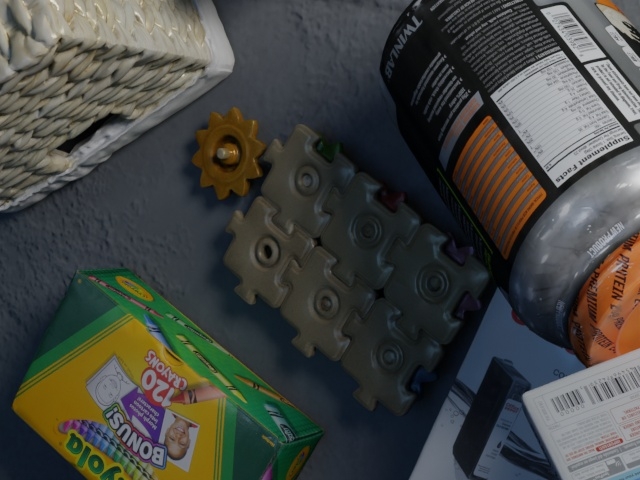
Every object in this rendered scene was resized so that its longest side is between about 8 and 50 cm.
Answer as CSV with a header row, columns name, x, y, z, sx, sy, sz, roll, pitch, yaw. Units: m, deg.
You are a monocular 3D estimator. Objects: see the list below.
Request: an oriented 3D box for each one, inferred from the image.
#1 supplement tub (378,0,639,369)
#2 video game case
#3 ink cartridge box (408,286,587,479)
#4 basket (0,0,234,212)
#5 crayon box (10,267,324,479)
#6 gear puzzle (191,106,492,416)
name,x,y,z,sx,sy,sz,roll,pitch,yaw
supplement tub,0.186,-0.055,1.089,0.193,0.194,0.316,-48,48,23
video game case,0.258,0.136,0.926,0.212,0.023,0.193,-20,49,-3
ink cartridge box,0.195,0.179,1.188,0.197,0.114,0.272,30,105,26
basket,-0.317,-0.230,1.395,0.328,0.266,0.331,-29,79,28
crayon box,-0.150,0.169,1.413,0.278,0.081,0.165,37,109,24
gear puzzle,0.000,0.000,1.345,0.339,0.044,0.175,40,112,27
